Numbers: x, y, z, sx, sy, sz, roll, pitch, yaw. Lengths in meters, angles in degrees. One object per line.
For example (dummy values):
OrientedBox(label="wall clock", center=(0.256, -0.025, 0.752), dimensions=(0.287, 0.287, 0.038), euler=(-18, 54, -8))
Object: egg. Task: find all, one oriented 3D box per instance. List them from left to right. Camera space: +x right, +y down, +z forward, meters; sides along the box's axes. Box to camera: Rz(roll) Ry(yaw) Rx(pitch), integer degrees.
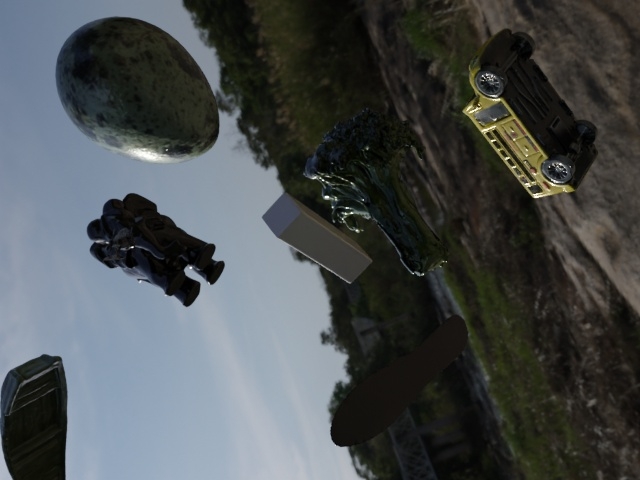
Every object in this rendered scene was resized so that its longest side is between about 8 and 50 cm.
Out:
OrientedBox(label="egg", center=(-0.179, -0.145, 0.642), dimensions=(0.172, 0.132, 0.132), euler=(34, -164, -22))

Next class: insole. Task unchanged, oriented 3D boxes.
OrientedBox(label="insole", center=(0.137, 0.228, 1.048), dimensions=(0.007, 0.322, 0.109), euler=(13, 131, 53))

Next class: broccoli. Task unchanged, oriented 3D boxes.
OrientedBox(label="broccoli", center=(0.077, -0.055, 0.988), dimensions=(0.177, 0.198, 0.275), euler=(-4, -109, -41))

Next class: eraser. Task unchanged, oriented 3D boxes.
OrientedBox(label="eraser", center=(0.000, 0.000, 1.400), dimensions=(0.298, 0.078, 0.076), euler=(34, -167, -49))

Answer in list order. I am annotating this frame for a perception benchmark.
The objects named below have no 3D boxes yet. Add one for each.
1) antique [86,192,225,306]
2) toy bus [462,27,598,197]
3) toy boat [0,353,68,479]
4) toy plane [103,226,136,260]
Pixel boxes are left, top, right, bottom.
OrientedBox(label="antique", center=(-0.390, 0.025, 1.499), dimensions=(0.255, 0.185, 0.322), euler=(32, 169, 10))
OrientedBox(label="toy bus", center=(0.402, -0.247, 1.267), dimensions=(0.330, 0.144, 0.152), euler=(48, 151, -13))
OrientedBox(label="toy boat", center=(-0.387, 0.261, 0.861), dimensions=(0.055, 0.093, 0.293), euler=(32, 128, 25))
OrientedBox(label="toy plane", center=(-0.385, 0.006, 1.226), dimensions=(0.120, 0.049, 0.031), euler=(-106, 7, -61))
